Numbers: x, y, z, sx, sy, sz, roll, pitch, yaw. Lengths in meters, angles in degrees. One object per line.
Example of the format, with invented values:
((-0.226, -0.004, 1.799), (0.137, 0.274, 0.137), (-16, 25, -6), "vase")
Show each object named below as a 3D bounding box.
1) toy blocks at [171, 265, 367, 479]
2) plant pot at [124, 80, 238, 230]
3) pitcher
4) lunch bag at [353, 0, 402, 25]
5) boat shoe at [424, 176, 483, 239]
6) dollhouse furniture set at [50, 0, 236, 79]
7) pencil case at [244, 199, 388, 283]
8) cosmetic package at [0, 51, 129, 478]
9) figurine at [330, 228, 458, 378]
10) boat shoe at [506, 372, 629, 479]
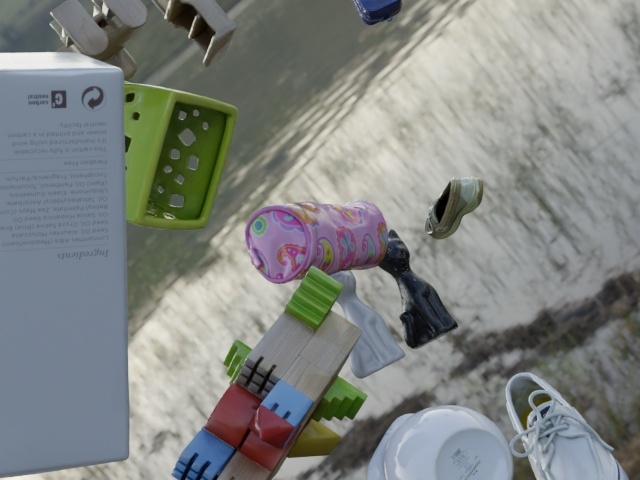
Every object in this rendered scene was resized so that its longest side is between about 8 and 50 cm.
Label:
((-0.089, 0.249, 1.449), (0.261, 0.191, 0.381), (-50, -9, -48), "toy blocks")
((-0.300, -0.155, 1.935), (0.228, 0.207, 0.227), (4, -76, -67), "plant pot")
((0.106, 0.258, 1.217), (0.177, 0.125, 0.207), (-51, 6, -17), "pitcher")
((0.080, -0.364, 1.688), (0.067, 0.098, 0.065), (-23, -9, -3), "lunch bag")
((0.171, -0.046, 1.576), (0.153, 0.048, 0.056), (134, 142, -64), "boat shoe")
((-0.277, -0.303, 1.770), (0.242, 0.161, 0.212), (-39, -2, -20), "dollhouse furniture set")
((0.000, 0.000, 1.754), (0.124, 0.124, 0.284), (-36, -13, 24), "pencil case")
((-0.327, 0.016, 1.346), (0.162, 0.453, 0.230), (-5, 14, -22), "cosmetic package")
((0.103, 0.103, 1.989), (0.215, 0.209, 0.092), (-24, -8, -35), "figurine")
((0.379, 0.315, 1.874), (0.136, 0.156, 0.367), (-36, 21, 9), "boat shoe")
